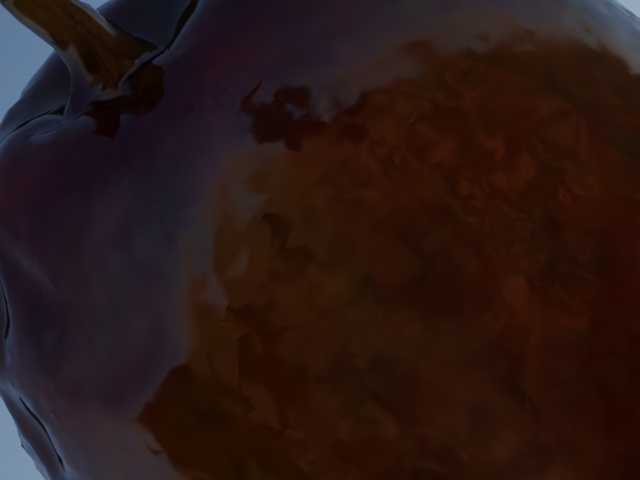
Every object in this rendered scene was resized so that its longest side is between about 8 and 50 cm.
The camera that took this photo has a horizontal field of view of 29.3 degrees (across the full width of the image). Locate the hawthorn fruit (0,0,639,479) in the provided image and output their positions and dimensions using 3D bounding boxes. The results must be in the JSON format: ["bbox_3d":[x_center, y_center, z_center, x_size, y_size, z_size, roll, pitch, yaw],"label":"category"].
[{"bbox_3d":[0.000,0.000,0.423,0.298,0.277,0.277,41,-94,-32],"label":"hawthorn fruit"}]
